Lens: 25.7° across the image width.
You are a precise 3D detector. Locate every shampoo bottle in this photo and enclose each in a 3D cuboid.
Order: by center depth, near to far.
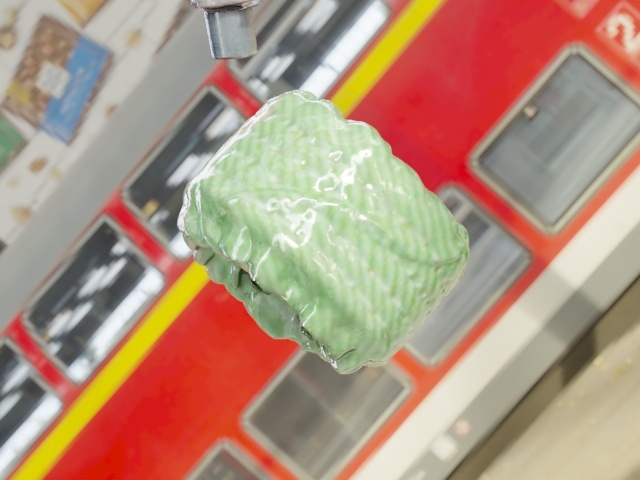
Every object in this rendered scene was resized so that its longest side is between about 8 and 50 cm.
[{"bbox_3d":[-0.093,-0.270,1.253,0.072,0.214,0.072,-8,15,2],"label":"shampoo bottle"}]

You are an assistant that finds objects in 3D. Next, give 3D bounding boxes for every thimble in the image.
[{"bbox_3d":[0.000,0.000,1.087,0.150,0.219,0.219,-47,-2,-9],"label":"thimble"}]
